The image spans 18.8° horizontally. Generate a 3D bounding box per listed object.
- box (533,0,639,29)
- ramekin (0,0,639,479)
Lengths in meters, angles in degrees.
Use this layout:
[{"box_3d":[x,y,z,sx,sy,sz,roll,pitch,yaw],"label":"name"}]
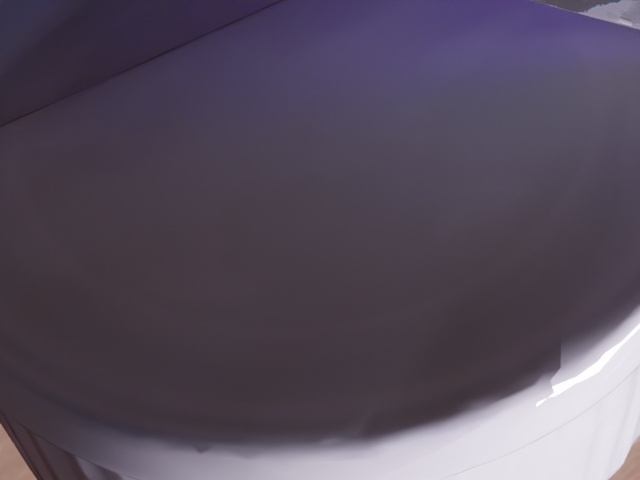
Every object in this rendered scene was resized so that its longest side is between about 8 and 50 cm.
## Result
[{"box_3d":[0.028,-0.236,0.537,0.242,0.076,0.307,15,106,1],"label":"box"},{"box_3d":[0.000,0.000,0.655,0.272,0.273,0.127,-18,138,-9],"label":"ramekin"}]
